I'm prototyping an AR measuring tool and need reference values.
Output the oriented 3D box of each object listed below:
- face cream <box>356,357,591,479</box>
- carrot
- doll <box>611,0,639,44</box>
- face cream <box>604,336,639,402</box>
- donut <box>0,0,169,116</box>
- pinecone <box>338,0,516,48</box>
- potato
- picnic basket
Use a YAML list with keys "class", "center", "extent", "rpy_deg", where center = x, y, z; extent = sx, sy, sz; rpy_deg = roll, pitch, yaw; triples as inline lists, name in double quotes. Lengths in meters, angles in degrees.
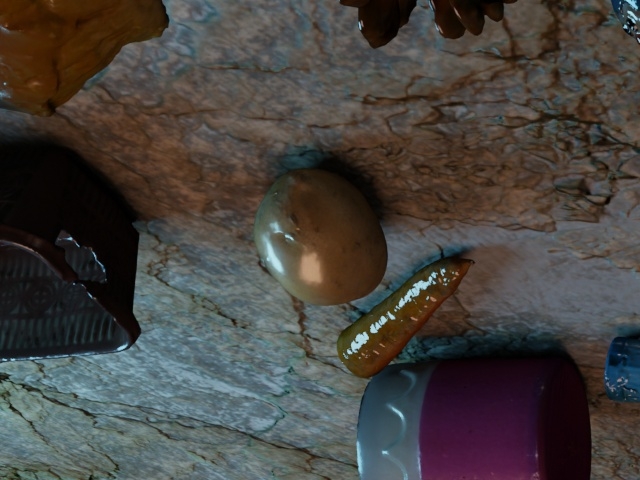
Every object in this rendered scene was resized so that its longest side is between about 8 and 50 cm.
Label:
- class: "face cream"
  center: [0.155, 0.203, 1.518]
  extent: [0.194, 0.175, 0.175]
  rpy_deg: [-4, 147, 26]
- class: "carrot"
  center: [0.081, 0.063, 1.432]
  extent: [0.057, 0.057, 0.224]
  rpy_deg: [20, 147, -14]
- class: "doll"
  center: [0.243, -0.158, 0.937]
  extent: [0.152, 0.086, 0.114]
  rpy_deg: [2, 170, -2]
- class: "face cream"
  center: [0.426, 0.136, 1.369]
  extent: [0.336, 0.080, 0.163]
  rpy_deg: [6, 166, 24]
- class: "donut"
  center: [-0.229, -0.206, 0.832]
  extent: [0.330, 0.160, 0.330]
  rpy_deg: [42, 169, 10]
- class: "pinecone"
  center: [0.004, -0.221, 0.767]
  extent: [0.292, 0.246, 0.246]
  rpy_deg: [10, 153, 24]
- class: "potato"
  center: [0.002, 0.001, 1.294]
  extent: [0.112, 0.112, 0.147]
  rpy_deg: [-5, 154, 29]
- class: "picnic basket"
  center: [-0.309, 0.008, 1.403]
  extent: [0.296, 0.129, 0.222]
  rpy_deg: [-6, 145, 28]
